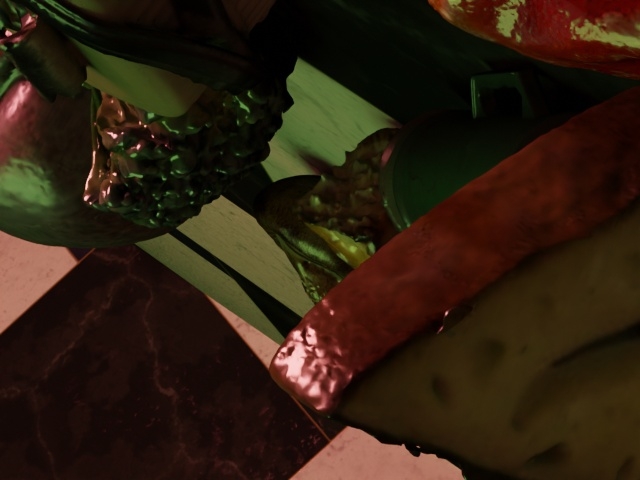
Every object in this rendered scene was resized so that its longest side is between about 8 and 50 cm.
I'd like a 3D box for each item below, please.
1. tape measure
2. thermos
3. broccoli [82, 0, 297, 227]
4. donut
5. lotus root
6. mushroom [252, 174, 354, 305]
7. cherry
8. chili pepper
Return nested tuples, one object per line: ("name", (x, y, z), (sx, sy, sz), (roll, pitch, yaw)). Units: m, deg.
("tape measure", (-0.136, -0.162, 0.825), (0.231, 0.133, 0.271), (33, 170, 30))
("thermos", (0.094, -0.029, 0.837), (0.073, 0.083, 0.187), (16, 178, -19))
("broccoli", (-0.142, -0.143, 1.041), (0.304, 0.145, 0.165), (48, 172, 14))
("donut", (0.088, 0.012, 1.036), (0.141, 0.085, 0.217), (42, 172, -40))
("lotus root", (0.124, 0.032, 0.659), (0.260, 0.170, 0.074), (29, -175, -35))
("mushroom", (0.000, 0.000, 1.374), (0.127, 0.087, 0.127), (32, 171, 6))
("cherry", (-0.183, -0.084, 1.312), (0.213, 0.183, 0.266), (26, 172, 39))
("chili pepper", (0.088, -0.080, 0.581), (0.191, 0.050, 0.059), (20, 163, 24))
